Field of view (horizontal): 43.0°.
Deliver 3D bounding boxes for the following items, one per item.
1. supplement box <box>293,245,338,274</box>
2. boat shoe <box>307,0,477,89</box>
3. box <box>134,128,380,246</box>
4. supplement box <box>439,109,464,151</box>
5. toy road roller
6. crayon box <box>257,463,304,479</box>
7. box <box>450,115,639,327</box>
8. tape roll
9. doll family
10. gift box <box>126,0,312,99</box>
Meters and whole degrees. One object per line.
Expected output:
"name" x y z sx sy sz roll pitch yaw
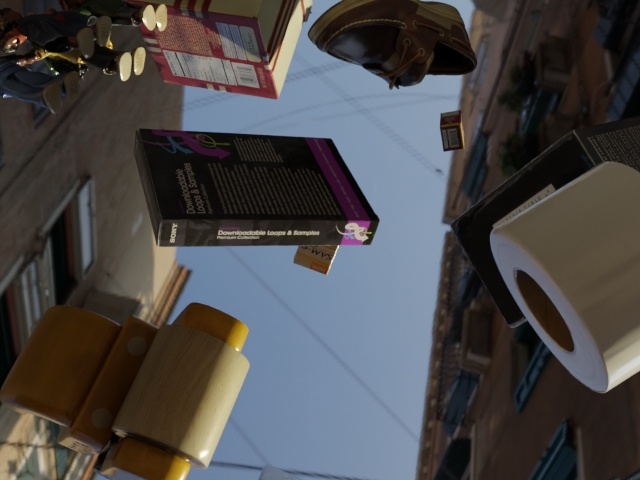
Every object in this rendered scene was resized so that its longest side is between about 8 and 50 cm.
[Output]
"supplement box" 0.000 0.000 1.350 0.062 0.098 0.036 20 -165 -5
"boat shoe" 0.129 -0.300 1.257 0.342 0.123 0.123 -9 -113 -48
"box" -0.050 -0.040 0.606 0.162 0.029 0.116 1 -142 -23
"supplement box" 0.261 -0.218 1.607 0.043 0.055 0.083 -7 -154 14
"toy road roller" -0.252 0.179 0.997 0.241 0.329 0.202 28 -116 -13
"crayon box" 0.036 0.220 0.482 0.202 0.318 0.081 24 -99 2
"box" 0.478 -0.047 1.390 0.395 0.293 0.212 -17 -108 -41
"tape roll" 0.350 0.045 1.021 0.169 0.246 0.246 -31 -129 -3
"doll family" -0.212 -0.153 0.638 0.111 0.076 0.193 17 -154 16
"gift box" -0.134 -0.406 1.362 0.276 0.255 0.258 12 -113 6
